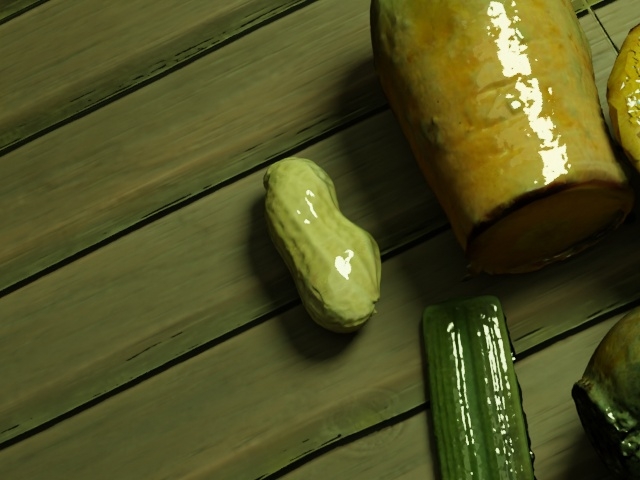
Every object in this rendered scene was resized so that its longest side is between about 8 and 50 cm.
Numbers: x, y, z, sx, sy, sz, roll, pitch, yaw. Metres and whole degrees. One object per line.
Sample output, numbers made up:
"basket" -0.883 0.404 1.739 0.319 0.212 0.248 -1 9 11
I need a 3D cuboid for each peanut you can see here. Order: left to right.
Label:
"peanut" 0.000 0.000 1.688 0.099 0.090 0.214 -33 68 10

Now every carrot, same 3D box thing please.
"carrot" 0.182 -0.154 1.642 0.224 0.224 0.340 -19 67 3

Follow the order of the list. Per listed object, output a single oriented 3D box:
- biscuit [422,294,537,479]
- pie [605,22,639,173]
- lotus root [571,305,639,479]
"biscuit" 0.166 0.203 1.609 0.099 0.038 0.322 -10 68 10
"pie" 0.397 -0.116 1.601 0.273 0.069 0.273 15 61 -28
"lotus root" 0.418 0.124 1.489 0.346 0.250 0.250 -23 67 2
